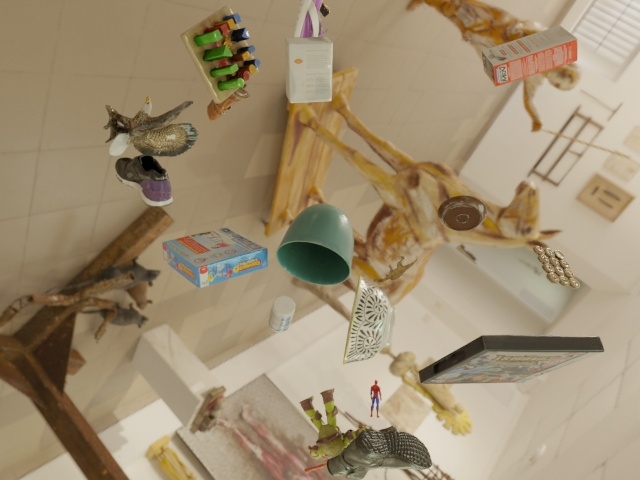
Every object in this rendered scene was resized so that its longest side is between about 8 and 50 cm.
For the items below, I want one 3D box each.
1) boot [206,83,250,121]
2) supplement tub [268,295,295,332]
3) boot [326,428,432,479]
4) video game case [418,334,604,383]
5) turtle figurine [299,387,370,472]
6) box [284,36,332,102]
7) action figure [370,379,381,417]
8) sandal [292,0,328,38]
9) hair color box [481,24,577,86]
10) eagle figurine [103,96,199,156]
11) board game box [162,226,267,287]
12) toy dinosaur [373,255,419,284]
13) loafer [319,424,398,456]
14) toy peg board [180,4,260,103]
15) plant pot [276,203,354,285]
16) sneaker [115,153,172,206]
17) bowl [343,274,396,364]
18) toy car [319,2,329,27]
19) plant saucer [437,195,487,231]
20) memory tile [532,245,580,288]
[{"bbox_3d":[-0.295,-0.428,1.542,0.152,0.073,0.197,-41,-157,16],"label":"boot"},{"bbox_3d":[-0.119,0.228,1.528,0.071,0.071,0.107,-34,155,-36],"label":"supplement tub"},{"bbox_3d":[0.149,0.560,1.276,0.247,0.083,0.161,22,125,-24],"label":"boot"},{"bbox_3d":[0.381,0.250,1.023,0.275,0.035,0.248,4,150,-18],"label":"video game case"},{"bbox_3d":[0.016,0.532,1.362,0.269,0.217,0.087,-33,163,31],"label":"turtle figurine"},{"bbox_3d":[-0.036,-0.507,1.478,0.130,0.091,0.170,-5,123,-9],"label":"box"},{"bbox_3d":[0.178,0.511,1.611,0.030,0.038,0.115,24,67,-63],"label":"action figure"},{"bbox_3d":[-0.022,-0.818,1.870,0.169,0.102,0.416,-42,148,-68],"label":"sandal"},{"bbox_3d":[0.440,-0.391,1.054,0.167,0.093,0.053,-14,128,11],"label":"hair color box"},{"bbox_3d":[-0.597,-0.404,1.759,0.226,0.298,0.225,-101,-159,-69],"label":"eagle figurine"},{"bbox_3d":[-0.417,0.056,1.964,0.302,0.308,0.086,-16,118,-36],"label":"board game box"},{"bbox_3d":[0.256,0.093,1.579,0.183,0.053,0.092,-34,-167,29],"label":"toy dinosaur"},{"bbox_3d":[0.115,0.595,1.480,0.268,0.084,0.096,-12,166,27],"label":"loafer"},{"bbox_3d":[-0.196,-0.417,1.103,0.160,0.079,0.161,-53,133,-35],"label":"toy peg board"},{"bbox_3d":[0.000,0.000,1.951,0.293,0.293,0.235,100,6,-55],"label":"plant pot"},{"bbox_3d":[-0.536,-0.219,1.518,0.107,0.283,0.124,-22,133,-40],"label":"sneaker"},{"bbox_3d":[0.096,0.154,0.932,0.170,0.080,0.170,10,90,-86],"label":"bowl"},{"bbox_3d":[0.001,-0.960,2.136,0.122,0.060,0.040,-54,-179,45],"label":"toy car"},{"bbox_3d":[0.495,-0.087,1.737,0.168,0.169,0.029,107,-2,-48],"label":"plant saucer"},{"bbox_3d":[0.682,0.075,1.439,0.148,0.113,0.012,-94,-156,-46],"label":"memory tile"}]
